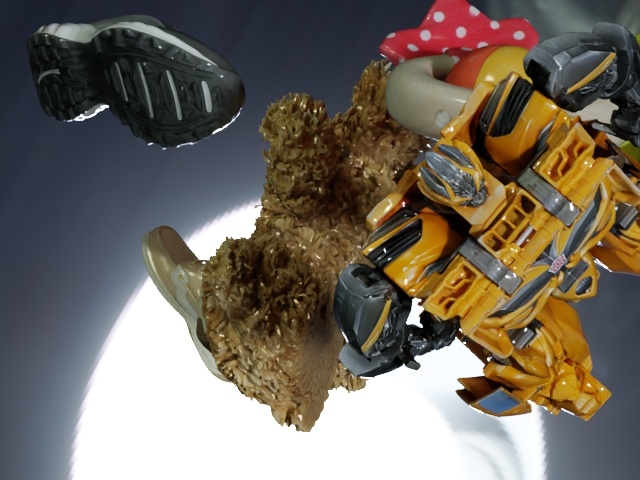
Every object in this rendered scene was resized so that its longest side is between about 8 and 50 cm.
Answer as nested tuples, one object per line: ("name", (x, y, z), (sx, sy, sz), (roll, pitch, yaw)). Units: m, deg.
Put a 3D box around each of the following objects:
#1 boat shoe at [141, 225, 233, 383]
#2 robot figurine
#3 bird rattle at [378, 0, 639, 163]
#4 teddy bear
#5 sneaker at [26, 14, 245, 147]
("boat shoe", (-0.100, 0.047, 1.672), (0.063, 0.059, 0.170), (1, 49, -54))
("robot figurine", (0.116, 0.005, 0.949), (0.085, 0.211, 0.291), (42, 5, 24))
("bird rattle", (0.132, -0.102, 1.233), (0.253, 0.143, 0.207), (26, 22, 31))
("teddy bear", (0.000, 0.000, 1.455), (0.113, 0.338, 0.245), (11, -33, 23))
("sneaker", (-0.142, -0.147, 1.547), (0.271, 0.108, 0.100), (18, -55, 52))
